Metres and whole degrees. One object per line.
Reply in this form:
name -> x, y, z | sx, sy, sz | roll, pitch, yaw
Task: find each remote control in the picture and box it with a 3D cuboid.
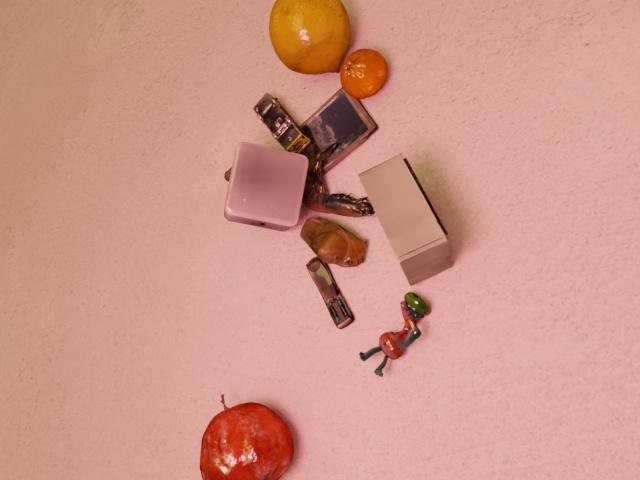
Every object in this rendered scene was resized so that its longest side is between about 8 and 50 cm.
remote control -> 0.024, 0.136, 1.319 | 0.059, 0.028, 0.212 | -38, 64, 20

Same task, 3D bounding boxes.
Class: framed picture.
framed picture -> 0.024, -0.302, 1.413 | 0.260, 0.023, 0.189 | -38, 61, 19

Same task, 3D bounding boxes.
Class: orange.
orange -> 0.116, -0.453, 1.331 | 0.135, 0.117, 0.136 | -2, 86, 24

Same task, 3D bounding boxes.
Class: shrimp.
shrimp -> 0.060, -0.162, 1.328 | 0.261, 0.051, 0.198 | 15, 101, 30

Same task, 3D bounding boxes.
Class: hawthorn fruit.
hawthorn fruit -> -0.204, 0.510, 1.266 | 0.242, 0.242, 0.272 | -41, 54, 17

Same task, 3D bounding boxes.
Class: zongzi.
zongzi -> 0.000, 0.000, 1.262 | 0.194, 0.197, 0.099 | 28, 105, 34

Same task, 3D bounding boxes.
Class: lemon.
lemon -> -0.034, -0.595, 1.382 | 0.228, 0.228, 0.254 | -34, 69, 20

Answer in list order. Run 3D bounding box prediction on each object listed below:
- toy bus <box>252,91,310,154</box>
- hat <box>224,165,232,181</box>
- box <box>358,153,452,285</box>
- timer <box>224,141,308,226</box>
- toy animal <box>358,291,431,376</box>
toy bus -> -0.117, -0.348, 1.456 | 0.081, 0.074, 0.226 | -47, 55, 15
hat -> -0.216, -0.190, 1.508 | 0.145, 0.067, 0.146 | -11, 36, 8
box -> 0.201, -0.042, 1.125 | 0.117, 0.225, 0.225 | -26, 68, 7
timer -> -0.153, -0.139, 1.339 | 0.192, 0.195, 0.195 | 11, 84, -11
toy animal -> 0.184, 0.225, 1.166 | 0.208, 0.100, 0.103 | -48, 22, 0
